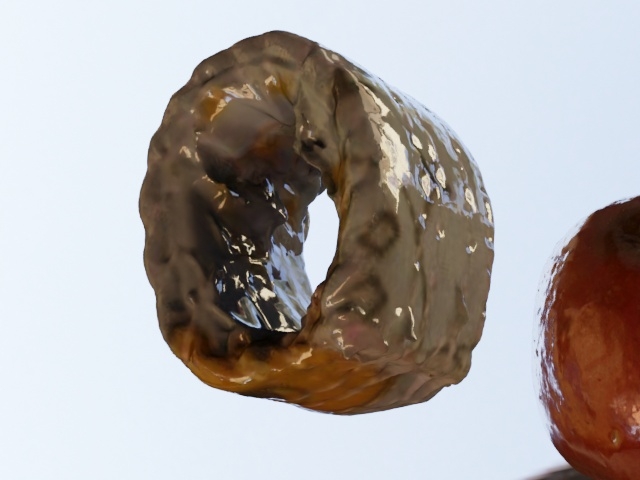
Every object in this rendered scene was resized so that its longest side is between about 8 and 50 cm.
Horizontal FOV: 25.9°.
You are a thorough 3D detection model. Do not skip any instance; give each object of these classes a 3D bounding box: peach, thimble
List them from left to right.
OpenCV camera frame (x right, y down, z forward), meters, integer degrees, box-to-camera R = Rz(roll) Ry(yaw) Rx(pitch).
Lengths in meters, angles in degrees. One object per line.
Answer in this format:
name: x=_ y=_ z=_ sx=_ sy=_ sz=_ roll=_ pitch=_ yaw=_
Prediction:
thimble: x=0.001 y=-0.003 z=0.599 sx=0.127 sy=0.118 sz=0.151 roll=-11 pitch=-108 yaw=32
peach: x=0.274 y=0.065 z=1.060 sx=0.232 sy=0.256 sz=0.232 roll=9 pitch=-159 yaw=-3
